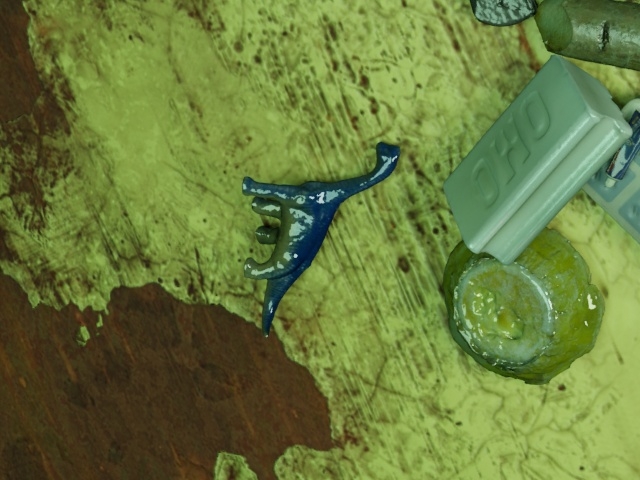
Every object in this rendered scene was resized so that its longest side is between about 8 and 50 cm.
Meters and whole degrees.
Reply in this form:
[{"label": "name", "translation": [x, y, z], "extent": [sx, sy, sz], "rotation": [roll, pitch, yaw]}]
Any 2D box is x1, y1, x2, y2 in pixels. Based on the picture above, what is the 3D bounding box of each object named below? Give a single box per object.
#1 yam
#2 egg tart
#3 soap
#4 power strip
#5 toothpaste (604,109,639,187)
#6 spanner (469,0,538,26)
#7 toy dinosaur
[{"label": "yam", "translation": [0.284, -0.212, 1.249], "extent": [0.146, 0.069, 0.070], "rotation": [16, 112, 22]}, {"label": "egg tart", "translation": [0.211, 0.072, 1.367], "extent": [0.197, 0.078, 0.197], "rotation": [8, 106, 30]}, {"label": "soap", "translation": [0.221, -0.084, 1.288], "extent": [0.198, 0.066, 0.119], "rotation": [-51, 35, 28]}, {"label": "power strip", "translation": [0.381, -0.029, 1.265], "extent": [0.270, 0.046, 0.118], "rotation": [45, 120, 9]}, {"label": "toothpaste", "translation": [0.309, -0.090, 1.248], "extent": [0.027, 0.019, 0.083], "rotation": [47, 126, 39]}, {"label": "spanner", "translation": [0.108, -0.343, 1.334], "extent": [0.325, 0.026, 0.093], "rotation": [41, 120, 14]}, {"label": "toy dinosaur", "translation": [0.000, 0.000, 1.467], "extent": [0.188, 0.075, 0.248], "rotation": [6, 101, 19]}]
